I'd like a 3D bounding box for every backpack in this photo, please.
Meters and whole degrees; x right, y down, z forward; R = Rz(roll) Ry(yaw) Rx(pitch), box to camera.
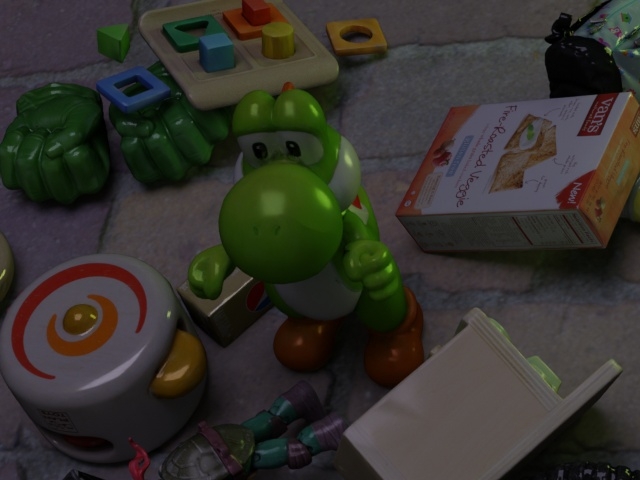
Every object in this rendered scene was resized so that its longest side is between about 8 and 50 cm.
[{"bbox_3d":[0.326,-0.189,1.944,0.182,0.152,0.115,-36,54,-28],"label":"backpack"}]

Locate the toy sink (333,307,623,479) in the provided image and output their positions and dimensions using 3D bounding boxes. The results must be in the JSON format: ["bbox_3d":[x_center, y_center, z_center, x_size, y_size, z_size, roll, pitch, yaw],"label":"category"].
[{"bbox_3d":[0.137,0.157,1.677,0.234,0.153,0.131,-39,79,-13],"label":"toy sink"}]

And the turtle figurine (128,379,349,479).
[{"bbox_3d":[-0.087,0.226,1.758,0.234,0.118,0.175,-29,48,-13],"label":"turtle figurine"}]

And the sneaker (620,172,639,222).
[{"bbox_3d":[0.393,-0.085,1.869,0.094,0.081,0.208,35,80,37],"label":"sneaker"}]

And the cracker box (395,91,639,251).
[{"bbox_3d":[0.208,-0.068,1.878,0.232,0.067,0.155,-1,49,41],"label":"cracker box"}]

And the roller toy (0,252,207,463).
[{"bbox_3d":[-0.222,0.117,1.865,0.191,0.146,0.209,-29,49,-5],"label":"roller toy"}]

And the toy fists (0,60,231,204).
[{"bbox_3d":[-0.236,-0.125,2.104,0.279,0.096,0.142,-11,50,9],"label":"toy fists"}]

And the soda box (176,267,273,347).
[{"bbox_3d":[-0.061,0.025,1.944,0.181,0.058,0.061,-40,51,-16],"label":"soda box"}]

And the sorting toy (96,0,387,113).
[{"bbox_3d":[-0.094,-0.231,2.097,0.348,0.047,0.196,-14,40,-19],"label":"sorting toy"}]

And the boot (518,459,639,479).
[{"bbox_3d":[0.134,0.329,1.581,0.348,0.131,0.260,-4,53,10],"label":"boot"}]

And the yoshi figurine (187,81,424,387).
[{"bbox_3d":[-0.015,0.021,1.729,0.203,0.362,0.203,-31,49,-8],"label":"yoshi figurine"}]

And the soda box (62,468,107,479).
[{"bbox_3d":[-0.259,0.300,1.750,0.169,0.053,0.060,-50,49,9],"label":"soda box"}]

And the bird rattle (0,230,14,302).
[{"bbox_3d":[-0.440,0.030,2.061,0.207,0.143,0.253,14,44,15],"label":"bird rattle"}]

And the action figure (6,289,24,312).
[{"bbox_3d":[-0.292,0.058,2.017,0.115,0.030,0.038,-22,43,8],"label":"action figure"}]
